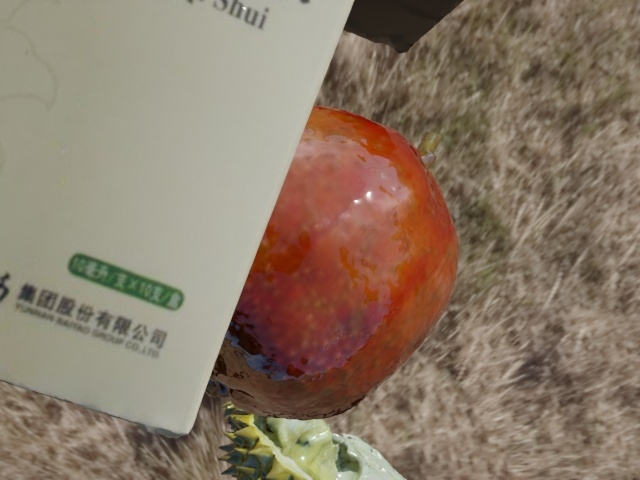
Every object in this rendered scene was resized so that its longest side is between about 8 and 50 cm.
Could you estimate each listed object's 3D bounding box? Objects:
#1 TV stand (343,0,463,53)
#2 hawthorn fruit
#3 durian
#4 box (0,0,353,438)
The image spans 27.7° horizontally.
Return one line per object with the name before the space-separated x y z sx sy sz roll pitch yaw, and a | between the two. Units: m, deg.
TV stand | 0.091 -0.236 0.947 0.088 0.269 0.083 16 69 -18
hawthorn fruit | 0.000 0.000 0.890 0.205 0.205 0.253 43 73 5
durian | 0.008 0.236 1.195 0.306 0.172 0.166 33 57 25
box | -0.110 -0.064 0.338 0.212 0.095 0.168 22 85 -23
